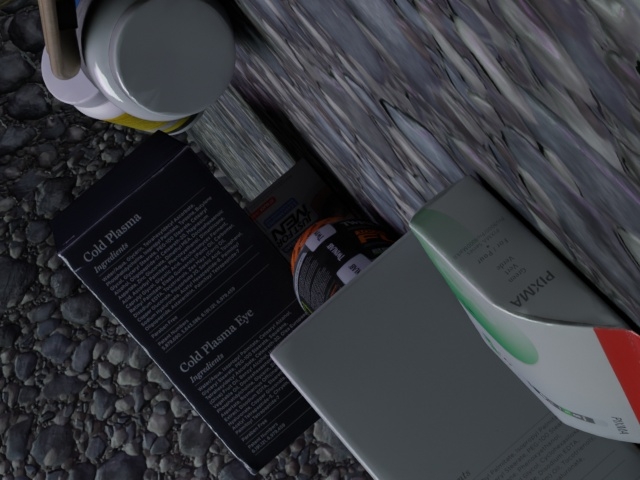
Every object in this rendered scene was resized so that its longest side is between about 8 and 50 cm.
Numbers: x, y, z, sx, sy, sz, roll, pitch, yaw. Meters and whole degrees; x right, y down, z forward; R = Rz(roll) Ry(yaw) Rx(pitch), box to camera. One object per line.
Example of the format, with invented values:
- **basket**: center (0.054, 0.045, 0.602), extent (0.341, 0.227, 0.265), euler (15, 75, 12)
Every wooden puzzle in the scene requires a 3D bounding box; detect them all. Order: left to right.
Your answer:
- **wooden puzzle**: center (-0.232, -0.277, 1.370), extent (0.238, 0.044, 0.221), euler (92, 167, -71)

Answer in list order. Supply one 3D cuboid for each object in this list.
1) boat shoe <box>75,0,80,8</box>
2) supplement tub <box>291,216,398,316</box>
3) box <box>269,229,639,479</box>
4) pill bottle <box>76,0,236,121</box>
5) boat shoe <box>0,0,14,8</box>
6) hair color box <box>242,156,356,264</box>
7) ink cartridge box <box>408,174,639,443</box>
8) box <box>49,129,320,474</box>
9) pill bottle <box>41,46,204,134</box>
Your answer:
- **boat shoe**: center (-0.262, -0.319, 1.821), extent (0.258, 0.089, 0.109), euler (49, 168, -3)
- **supplement tub**: center (0.045, 0.049, 1.606), extent (0.117, 0.117, 0.190), euler (51, 176, -29)
- **box**: center (0.147, 0.187, 1.344), extent (0.345, 0.168, 0.215), euler (48, 177, 23)
- **pill bottle**: center (-0.145, -0.174, 1.464), extent (0.131, 0.131, 0.229), euler (51, 177, -18)
- **boat shoe**: center (-0.286, -0.298, 1.607), extent (0.103, 0.113, 0.302), euler (60, -167, -12)
- **hair color box**: center (0.000, 0.000, 1.855), extent (0.167, 0.093, 0.053), euler (49, 177, 0)
- **ink cartridge box**: center (0.160, 0.080, 0.982), extent (0.224, 0.056, 0.181), euler (49, 178, 35)
- **box**: center (-0.131, 0.055, 1.844), extent (0.312, 0.179, 0.343), euler (49, 176, -12)
- **pill bottle**: center (-0.230, -0.195, 1.970), extent (0.119, 0.119, 0.208), euler (48, -163, 22)
